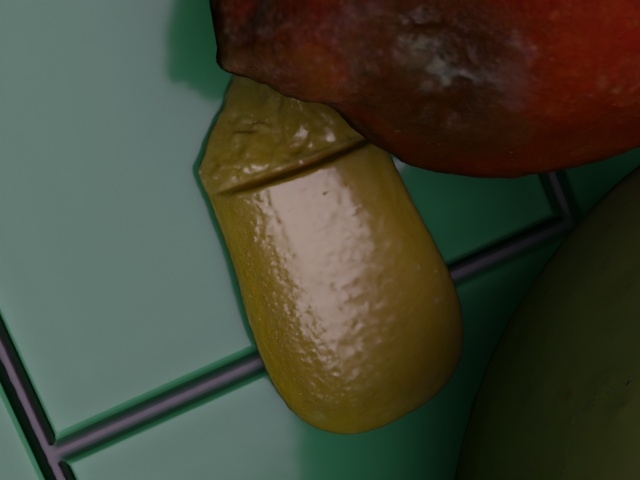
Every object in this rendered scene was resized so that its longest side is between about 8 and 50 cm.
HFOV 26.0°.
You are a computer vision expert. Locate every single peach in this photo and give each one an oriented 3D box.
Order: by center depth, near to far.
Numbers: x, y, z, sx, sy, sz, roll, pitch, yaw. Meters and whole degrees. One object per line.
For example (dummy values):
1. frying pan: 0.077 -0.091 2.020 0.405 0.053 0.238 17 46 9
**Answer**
1. peach: 0.068 -0.131 0.488 0.256 0.232 0.232 -28 100 -24

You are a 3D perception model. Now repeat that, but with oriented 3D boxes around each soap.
1. soap: 0.000 0.000 0.582 0.089 0.033 0.168 -27 98 -10

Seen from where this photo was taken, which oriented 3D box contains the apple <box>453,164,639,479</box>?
1. apple: 0.210 0.129 0.480 0.357 0.357 0.357 -1 95 -10
